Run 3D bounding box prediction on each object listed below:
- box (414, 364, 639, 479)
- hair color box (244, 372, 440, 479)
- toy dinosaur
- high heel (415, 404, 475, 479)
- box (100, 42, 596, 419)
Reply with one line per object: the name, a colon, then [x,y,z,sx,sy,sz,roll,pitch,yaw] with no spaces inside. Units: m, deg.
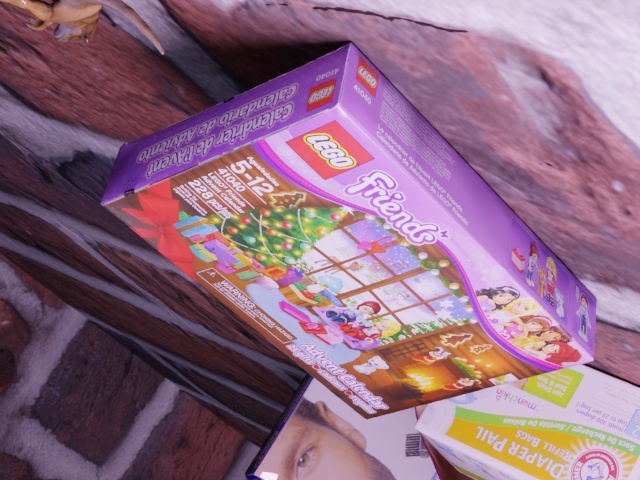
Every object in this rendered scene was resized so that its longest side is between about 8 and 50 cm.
box: [0.201,0.167,1.181,0.203,0.114,0.103,21,163,38]
hair color box: [0.095,0.312,1.795,0.339,0.185,0.110,33,167,-2]
toy dinosaur: [-0.171,-0.173,0.972,0.112,0.064,0.211,18,-179,-18]
high heel: [0.140,0.249,1.327,0.181,0.127,0.377,22,-168,9]
box: [0.026,0.010,0.948,0.201,0.057,0.293,-20,133,35]
